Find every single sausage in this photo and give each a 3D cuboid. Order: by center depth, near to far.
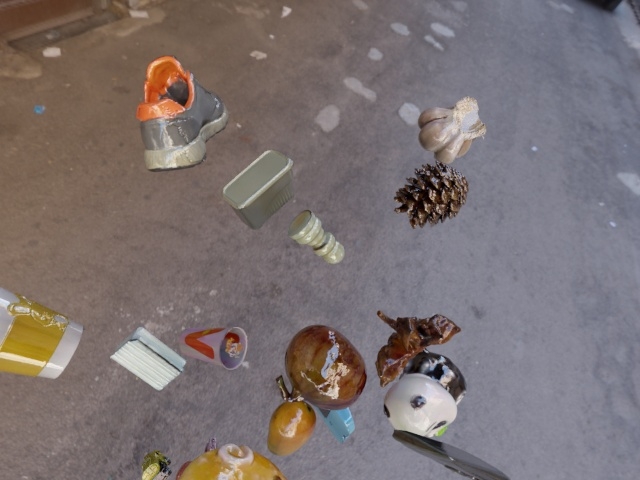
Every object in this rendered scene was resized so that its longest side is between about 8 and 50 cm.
[{"bbox_3d":[-0.428,0.750,1.289,0.054,0.094,0.059,-39,97,3],"label":"sausage"}]

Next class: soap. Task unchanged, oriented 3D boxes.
[{"bbox_3d":[-0.698,0.488,1.659,0.261,0.150,0.094,47,13,-21],"label":"soap"}]

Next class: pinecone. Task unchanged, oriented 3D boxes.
[{"bbox_3d":[0.323,-0.126,1.174,0.184,0.204,0.179,40,13,-10],"label":"pinecone"}]

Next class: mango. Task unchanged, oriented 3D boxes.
[{"bbox_3d":[-0.104,0.679,1.464,0.176,0.254,0.139,-4,40,-22],"label":"mango"}]

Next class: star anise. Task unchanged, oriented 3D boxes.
[{"bbox_3d":[0.184,0.205,0.834,0.196,0.212,0.111,-11,48,-25],"label":"star anise"}]

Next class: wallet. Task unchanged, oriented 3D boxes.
[{"bbox_3d":[0.283,0.475,0.876,0.245,0.169,0.052,34,70,-29],"label":"wallet"}]

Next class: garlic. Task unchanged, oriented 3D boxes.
[{"bbox_3d":[0.277,-0.242,0.920,0.127,0.194,0.131,-31,96,-2],"label":"garlic"}]

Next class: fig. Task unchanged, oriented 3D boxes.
[{"bbox_3d":[0.006,0.343,1.081,0.235,0.235,0.214,23,71,-5],"label":"fig"}]

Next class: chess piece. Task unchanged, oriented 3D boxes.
[{"bbox_3d":[0.000,0.000,1.594,0.243,0.133,0.133,39,44,-27],"label":"chess piece"}]

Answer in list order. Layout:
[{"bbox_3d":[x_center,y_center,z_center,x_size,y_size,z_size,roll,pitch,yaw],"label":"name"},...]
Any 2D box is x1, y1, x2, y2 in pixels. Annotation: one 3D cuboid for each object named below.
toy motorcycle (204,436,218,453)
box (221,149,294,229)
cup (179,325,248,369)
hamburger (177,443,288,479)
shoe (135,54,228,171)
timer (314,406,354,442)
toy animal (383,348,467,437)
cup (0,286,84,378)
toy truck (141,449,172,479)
[{"bbox_3d":[-0.445,0.901,1.626,0.082,0.122,0.213,12,35,-21],"label":"toy motorcycle"},{"bbox_3d":[-0.210,-0.183,1.476,0.274,0.178,0.138,-43,61,-16],"label":"box"},{"bbox_3d":[-0.518,0.492,1.911,0.289,0.203,0.203,-1,42,29],"label":"cup"},{"bbox_3d":[-0.133,0.503,0.687,0.303,0.186,0.261,38,17,-16],"label":"hamburger"},{"bbox_3d":[-0.276,-0.273,0.785,0.133,0.170,0.336,-6,36,2],"label":"shoe"},{"bbox_3d":[0.044,0.592,1.468,0.091,0.231,0.250,-24,61,-24],"label":"timer"},{"bbox_3d":[0.319,0.480,1.224,0.213,0.212,0.267,40,42,10],"label":"toy animal"},{"bbox_3d":[-0.741,0.225,1.012,0.226,0.185,0.241,33,9,-31],"label":"cup"},{"bbox_3d":[-0.371,0.511,0.907,0.054,0.083,0.049,47,70,-12],"label":"toy truck"}]
